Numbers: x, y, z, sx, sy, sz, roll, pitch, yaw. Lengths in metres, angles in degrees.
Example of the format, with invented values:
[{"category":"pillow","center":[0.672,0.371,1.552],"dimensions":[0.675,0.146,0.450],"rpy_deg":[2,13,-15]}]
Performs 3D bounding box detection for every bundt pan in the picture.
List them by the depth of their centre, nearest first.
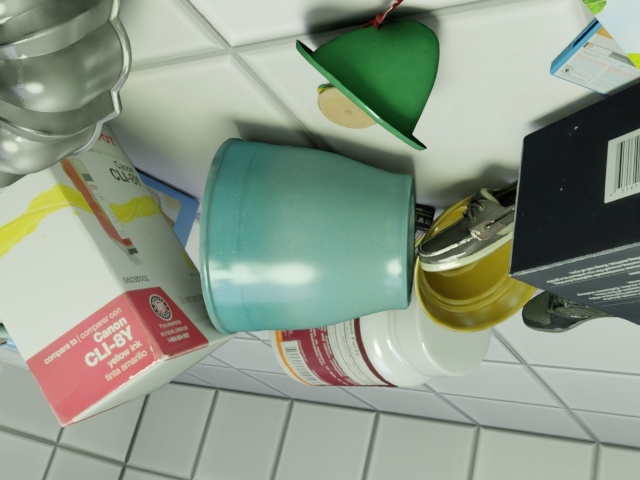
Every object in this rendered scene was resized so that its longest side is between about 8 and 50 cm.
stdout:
[{"category":"bundt pan","center":[-0.362,-0.190,0.726],"dimensions":[0.330,0.124,0.331],"rpy_deg":[4,124,6]}]

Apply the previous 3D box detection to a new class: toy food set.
[{"category":"toy food set","center":[0.036,-0.163,0.898],"dimensions":[0.083,0.020,0.082],"rpy_deg":[3,156,29]}]

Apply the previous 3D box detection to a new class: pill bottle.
[{"category":"pill bottle","center":[0.101,0.156,1.373],"dimensions":[0.224,0.224,0.392],"rpy_deg":[29,154,-33]}]

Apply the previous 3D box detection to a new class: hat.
[{"category":"hat","center":[0.096,-0.210,0.740],"dimensions":[0.173,0.184,0.208],"rpy_deg":[33,-165,-24]}]

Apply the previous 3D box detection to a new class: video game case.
[{"category":"video game case","center":[0.306,-0.181,0.684],"dimensions":[0.119,0.015,0.166],"rpy_deg":[18,159,-8]}]

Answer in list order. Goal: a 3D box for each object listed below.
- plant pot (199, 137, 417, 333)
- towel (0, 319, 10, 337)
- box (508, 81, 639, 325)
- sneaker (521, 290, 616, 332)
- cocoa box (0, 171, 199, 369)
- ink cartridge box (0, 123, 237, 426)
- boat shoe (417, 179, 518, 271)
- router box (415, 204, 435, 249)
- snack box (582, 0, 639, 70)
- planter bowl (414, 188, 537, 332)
[{"category":"plant pot","center":[0.000,0.000,1.017],"dimensions":[0.255,0.272,0.272],"rpy_deg":[3,157,11]},{"category":"towel","center":[-0.514,-0.016,0.958],"dimensions":[0.321,0.090,0.374],"rpy_deg":[50,-175,17]},{"category":"box","center":[0.425,-0.028,0.740],"dimensions":[0.312,0.179,0.343],"rpy_deg":[21,159,-24]},{"category":"sneaker","center":[0.399,0.084,1.192],"dimensions":[0.130,0.087,0.227],"rpy_deg":[29,151,-29]},{"category":"cocoa box","center":[-0.396,0.060,1.285],"dimensions":[0.231,0.347,0.228],"rpy_deg":[26,155,-28]},{"category":"ink cartridge box","center":[-0.309,0.018,0.992],"dimensions":[0.160,0.385,0.279],"rpy_deg":[-35,173,9]},{"category":"boat shoe","center":[0.218,-0.035,0.938],"dimensions":[0.223,0.080,0.073],"rpy_deg":[-25,113,10]},{"category":"router box","center":[0.118,-0.023,1.168],"dimensions":[0.092,0.038,0.122],"rpy_deg":[16,159,-3]},{"category":"snack box","center":[0.301,-0.207,0.523],"dimensions":[0.207,0.070,0.174],"rpy_deg":[-15,143,44]},{"category":"planter bowl","center":[0.214,0.015,1.067],"dimensions":[0.217,0.217,0.090],"rpy_deg":[27,-168,-29]}]
